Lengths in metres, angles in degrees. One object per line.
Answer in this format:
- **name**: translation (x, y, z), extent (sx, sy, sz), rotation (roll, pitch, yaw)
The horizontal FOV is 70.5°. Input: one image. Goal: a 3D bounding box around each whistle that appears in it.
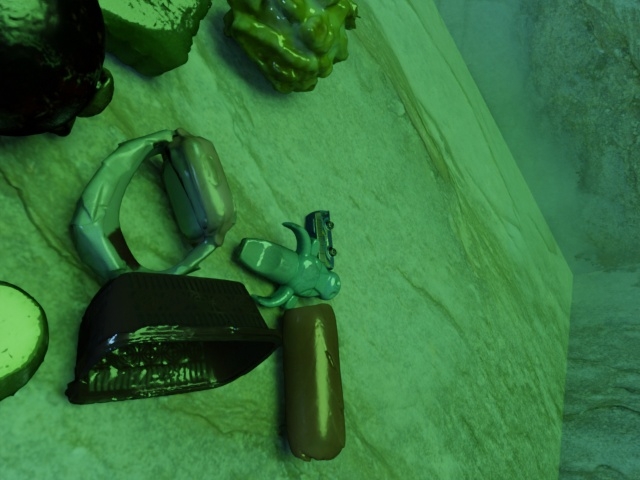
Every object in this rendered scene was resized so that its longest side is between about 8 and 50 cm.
- **whistle**: translation (-0.061, 0.064, 0.986), extent (0.274, 0.093, 0.186), rotation (27, 83, -35)

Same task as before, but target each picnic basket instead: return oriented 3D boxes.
- **picnic basket**: translation (-0.226, 0.148, 0.710), extent (0.297, 0.222, 0.129), rotation (11, 45, -45)

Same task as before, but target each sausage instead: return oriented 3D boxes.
- **sausage**: translation (-0.016, 0.285, 0.926), extent (0.121, 0.121, 0.304), rotation (15, 64, -44)

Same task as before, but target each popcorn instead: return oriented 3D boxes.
- **popcorn**: translation (-0.070, -0.510, 1.055), extent (0.312, 0.312, 0.312), rotation (20, 61, -42)

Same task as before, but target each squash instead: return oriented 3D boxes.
- **squash**: translation (-0.420, 0.118, 0.559), extent (0.170, 0.123, 0.170), rotation (18, 62, -36)

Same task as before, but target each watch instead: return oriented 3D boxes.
- **watch**: translation (-0.286, -0.046, 0.759), extent (0.241, 0.161, 0.253), rotation (-18, 86, -36)

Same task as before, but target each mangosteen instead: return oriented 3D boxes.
- **mangosteen**: translation (-0.418, -0.272, 0.604), extent (0.288, 0.288, 0.288), rotation (20, 61, -42)

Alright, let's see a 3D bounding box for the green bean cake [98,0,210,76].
- **green bean cake**: translation (-0.335, -0.443, 0.820), extent (0.248, 0.125, 0.222), rotation (31, 76, -36)

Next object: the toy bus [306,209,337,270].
- **toy bus**: translation (0.000, 0.000, 1.107), extent (0.061, 0.051, 0.153), rotation (7, 70, -40)

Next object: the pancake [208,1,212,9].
- **pancake**: translation (-0.269, -0.587, 1.064), extent (0.184, 0.020, 0.190), rotation (28, 56, -39)
